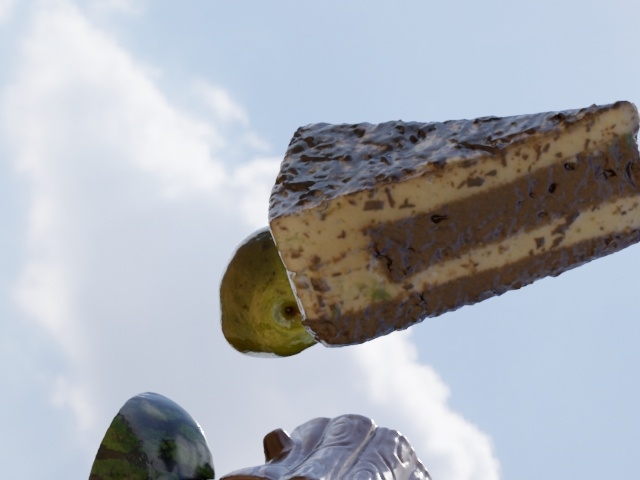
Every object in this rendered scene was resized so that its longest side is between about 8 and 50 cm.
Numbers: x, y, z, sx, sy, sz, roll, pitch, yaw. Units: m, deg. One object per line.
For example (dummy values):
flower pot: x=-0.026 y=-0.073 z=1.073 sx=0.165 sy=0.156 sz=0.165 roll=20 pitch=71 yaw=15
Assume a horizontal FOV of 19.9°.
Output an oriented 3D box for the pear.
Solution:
pear: x=-0.043 y=0.041 z=1.773 sx=0.141 sy=0.141 sz=0.104 roll=27 pitch=-33 yaw=56

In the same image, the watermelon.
watermelon: x=-0.190 y=0.228 z=1.889 sx=0.125 sy=0.135 sz=0.094 roll=53 pitch=-37 yaw=19

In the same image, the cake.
cake: x=0.085 y=-0.006 z=1.175 sx=0.246 sy=0.135 sz=0.112 roll=-2 pitch=-56 yaw=26

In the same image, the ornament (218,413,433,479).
ornament: x=0.001 y=0.288 z=1.844 sx=0.221 sy=0.217 sz=0.235 roll=45 pitch=-68 yaw=1
